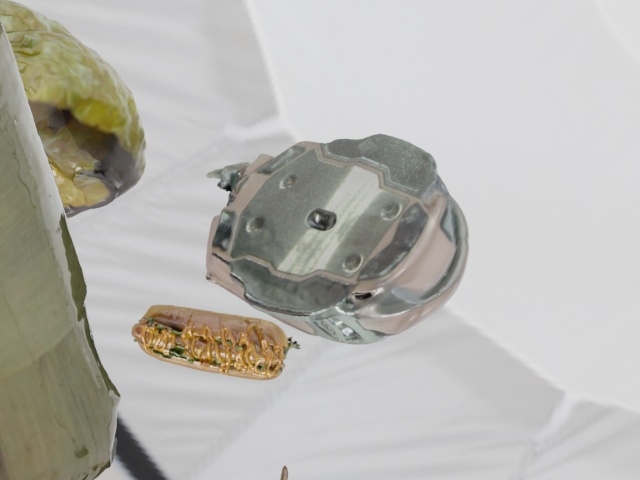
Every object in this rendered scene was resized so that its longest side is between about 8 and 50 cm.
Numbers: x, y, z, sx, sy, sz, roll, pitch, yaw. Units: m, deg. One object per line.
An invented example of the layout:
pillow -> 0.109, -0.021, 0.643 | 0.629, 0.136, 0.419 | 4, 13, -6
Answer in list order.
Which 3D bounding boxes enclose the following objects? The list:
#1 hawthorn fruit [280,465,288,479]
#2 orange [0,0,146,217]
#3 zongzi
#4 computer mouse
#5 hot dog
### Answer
hawthorn fruit -> -0.019, 0.326, 1.380 | 0.210, 0.210, 0.262 | -59, 136, -53
orange -> -0.358, -0.131, 1.504 | 0.271, 0.368, 0.210 | 57, 28, -68
zongzi -> -0.268, 0.027, 0.939 | 0.181, 0.418, 0.447 | -26, 110, -28
computer mouse -> 0.004, 0.005, 1.405 | 0.199, 0.389, 0.115 | -48, 125, -15
hot dog -> -0.117, 0.116, 1.698 | 0.055, 0.188, 0.072 | -74, 172, -71
